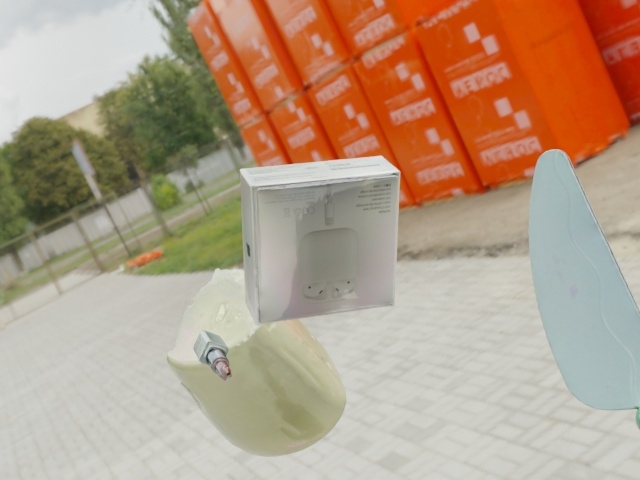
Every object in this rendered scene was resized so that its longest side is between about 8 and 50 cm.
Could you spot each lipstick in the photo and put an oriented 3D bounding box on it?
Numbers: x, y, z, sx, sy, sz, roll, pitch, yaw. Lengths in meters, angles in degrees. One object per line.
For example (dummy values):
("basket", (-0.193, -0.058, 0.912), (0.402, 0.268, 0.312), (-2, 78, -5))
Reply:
("lipstick", (-0.106, 0.120, 0.851), (0.025, 0.025, 0.107), (-66, 21, 2))

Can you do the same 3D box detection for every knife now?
("knife", (0.161, 0.070, 0.438), (0.063, 0.260, 0.034), (-36, -28, 27))

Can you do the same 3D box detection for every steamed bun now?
("steamed bun", (-0.092, 0.160, 1.066), (0.170, 0.225, 0.200), (-36, 23, 7))

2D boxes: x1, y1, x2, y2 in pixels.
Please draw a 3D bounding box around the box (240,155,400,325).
("box", (0.000, 0.000, 0.730), (0.130, 0.129, 0.051), (-6, 25, -14))
